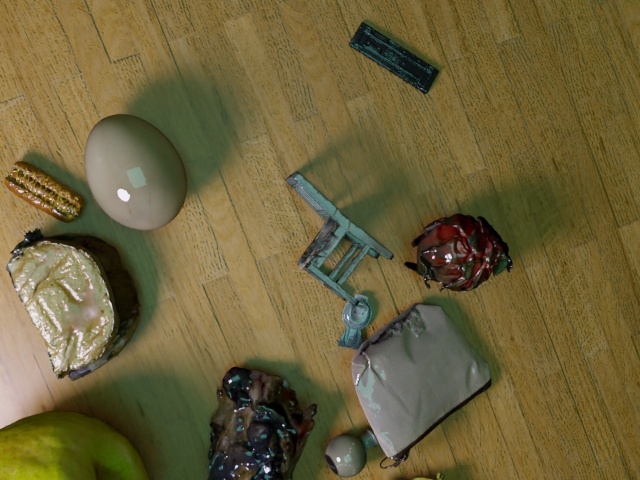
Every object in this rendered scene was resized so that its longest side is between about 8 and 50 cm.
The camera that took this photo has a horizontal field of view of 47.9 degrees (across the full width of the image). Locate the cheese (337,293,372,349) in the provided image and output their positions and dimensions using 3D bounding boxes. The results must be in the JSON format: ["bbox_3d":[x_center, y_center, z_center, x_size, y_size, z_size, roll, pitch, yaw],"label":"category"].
[{"bbox_3d":[0.077,0.178,1.580,0.067,0.026,0.121,13,90,-8],"label":"cheese"}]

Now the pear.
[{"bbox_3d":[-0.525,0.508,1.344,0.390,0.391,0.392,0,92,-9],"label":"pear"}]

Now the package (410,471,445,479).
[{"bbox_3d":[0.212,0.625,1.581,0.168,0.090,0.227,-10,90,-5],"label":"package"}]

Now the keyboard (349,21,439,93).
[{"bbox_3d":[0.163,-0.401,1.585,0.204,0.013,0.061,30,87,-8],"label":"keyboard"}]

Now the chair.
[{"bbox_3d":[0.000,0.000,1.508,0.270,0.136,0.147,39,84,-9],"label":"chair"}]

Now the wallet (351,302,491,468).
[{"bbox_3d":[0.209,0.300,1.565,0.335,0.068,0.275,-32,98,-23],"label":"wallet"}]

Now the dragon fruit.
[{"bbox_3d":[0.297,0.027,1.541,0.188,0.182,0.182,-15,94,-26],"label":"dragon fruit"}]

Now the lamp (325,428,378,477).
[{"bbox_3d":[0.090,0.447,1.567,0.163,0.091,0.091,-25,95,-22],"label":"lamp"}]

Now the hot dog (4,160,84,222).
[{"bbox_3d":[-0.560,-0.096,1.467,0.165,0.045,0.071,33,85,-7],"label":"hot dog"}]

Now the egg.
[{"bbox_3d":[-0.367,-0.136,1.424,0.185,0.186,0.242,-27,94,-7],"label":"egg"}]

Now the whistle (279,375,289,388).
[{"bbox_3d":[-0.080,0.341,1.556,0.035,0.035,0.100,-8,94,-8],"label":"whistle"}]

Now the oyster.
[{"bbox_3d":[-0.159,0.449,1.490,0.221,0.096,0.361,19,83,15],"label":"oyster"}]

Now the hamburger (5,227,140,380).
[{"bbox_3d":[-0.480,0.110,1.440,0.211,0.132,0.309,-22,95,-8],"label":"hamburger"}]
